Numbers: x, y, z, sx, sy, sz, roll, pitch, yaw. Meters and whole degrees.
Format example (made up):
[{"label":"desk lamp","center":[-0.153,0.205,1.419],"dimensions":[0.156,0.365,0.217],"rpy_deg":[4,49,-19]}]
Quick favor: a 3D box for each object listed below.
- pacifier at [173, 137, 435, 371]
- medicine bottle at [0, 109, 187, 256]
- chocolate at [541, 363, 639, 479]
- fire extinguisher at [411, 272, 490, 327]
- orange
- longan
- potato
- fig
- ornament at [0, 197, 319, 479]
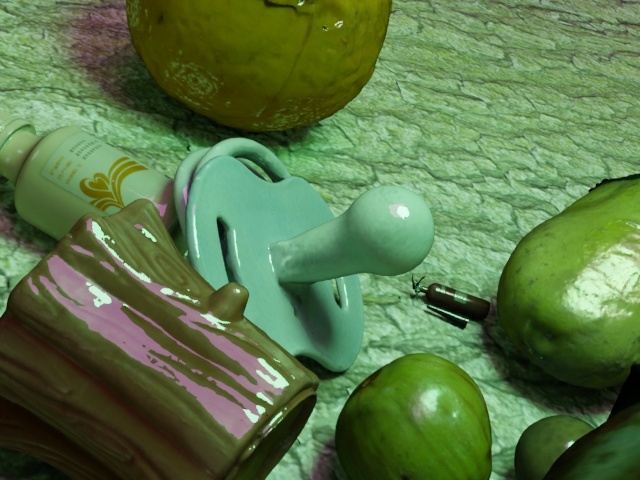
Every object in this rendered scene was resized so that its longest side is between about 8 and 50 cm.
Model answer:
[{"label":"pacifier","center":[0.000,0.000,1.071],"dimensions":[0.299,0.233,0.244],"rpy_deg":[12,66,-60]},{"label":"medicine bottle","center":[-0.253,-0.055,1.138],"dimensions":[0.252,0.114,0.114],"rpy_deg":[28,34,10]},{"label":"chocolate","center":[0.223,0.292,0.727],"dimensions":[0.331,0.384,0.384],"rpy_deg":[-13,47,-33]},{"label":"fire extinguisher","center":[0.145,0.075,1.274],"dimensions":[0.100,0.032,0.046],"rpy_deg":[18,68,-7]},{"label":"orange","center":[-0.085,-0.295,1.418],"dimensions":[0.340,0.293,0.341],"rpy_deg":[27,38,-23]},{"label":"longan","center":[0.240,0.218,1.061],"dimensions":[0.113,0.092,0.113],"rpy_deg":[15,32,-10]},{"label":"potato","center":[0.312,0.063,1.250],"dimensions":[0.229,0.229,0.266],"rpy_deg":[39,52,24]},{"label":"fig","center":[0.102,0.191,0.999],"dimensions":[0.186,0.148,0.142],"rpy_deg":[55,10,-20]},{"label":"ornament","center":[-0.135,0.123,0.898],"dimensions":[0.217,0.221,0.235],"rpy_deg":[36,76,13]}]
